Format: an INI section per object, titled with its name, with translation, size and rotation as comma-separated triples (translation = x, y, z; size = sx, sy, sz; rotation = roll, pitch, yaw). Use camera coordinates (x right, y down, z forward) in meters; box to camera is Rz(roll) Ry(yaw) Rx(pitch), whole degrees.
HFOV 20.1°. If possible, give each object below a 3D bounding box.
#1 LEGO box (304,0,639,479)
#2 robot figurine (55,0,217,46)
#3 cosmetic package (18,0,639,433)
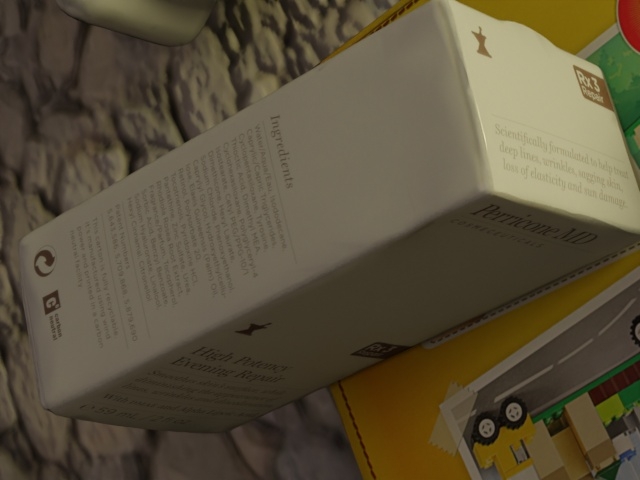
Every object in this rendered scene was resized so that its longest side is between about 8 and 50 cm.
[LEGO box]
translation = 0.248, -0.009, 0.729
size = 0.500, 0.193, 0.372
rotation = -35, 61, 28
[robot figurine]
translation = -0.061, -0.290, 1.025
size = 0.300, 0.200, 0.353
rotation = 33, 103, 27
[cosmetic package]
translation = 0.000, 0.000, 0.725
size = 0.231, 0.117, 0.085
rotation = -26, 66, 33
